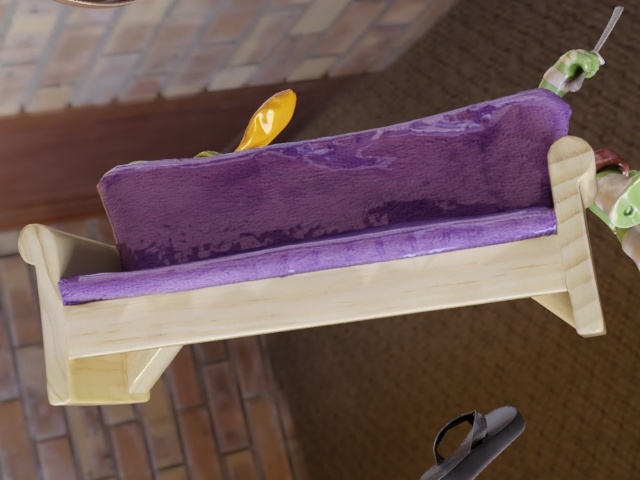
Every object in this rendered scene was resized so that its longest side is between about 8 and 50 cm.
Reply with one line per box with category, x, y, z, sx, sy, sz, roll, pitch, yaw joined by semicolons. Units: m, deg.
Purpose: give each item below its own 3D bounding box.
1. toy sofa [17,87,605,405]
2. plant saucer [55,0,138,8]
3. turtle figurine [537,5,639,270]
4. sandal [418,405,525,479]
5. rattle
toy sofa;0.000;0.000;0.886;0.150;0.363;0.177;21;-119;-76
plant saucer;-0.238;-0.287;1.293;0.036;0.199;0.198;-54;50;47
turtle figurine;0.317;-0.105;1.449;0.266;0.275;0.197;-123;29;-49
sandal;0.163;0.233;1.540;0.097;0.254;0.054;-36;85;27
rattle;-0.042;-0.030;1.381;0.130;0.143;0.199;57;-174;-50
